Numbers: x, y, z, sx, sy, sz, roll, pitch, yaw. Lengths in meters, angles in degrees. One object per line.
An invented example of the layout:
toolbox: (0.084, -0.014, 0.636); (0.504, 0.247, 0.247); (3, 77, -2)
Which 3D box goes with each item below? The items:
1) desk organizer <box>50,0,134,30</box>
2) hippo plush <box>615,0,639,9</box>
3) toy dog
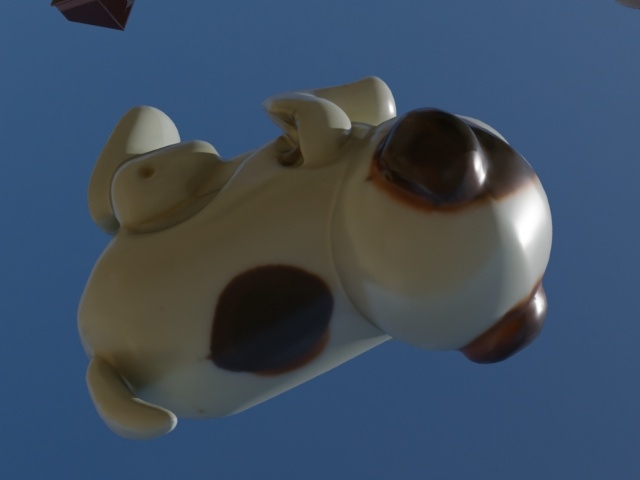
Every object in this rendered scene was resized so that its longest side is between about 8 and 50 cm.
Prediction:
desk organizer: (-0.190, -0.243, 1.234); (0.047, 0.050, 0.130); (-11, -132, 29)
hippo plush: (0.368, -0.402, 1.404); (0.234, 0.294, 0.236); (15, -125, 4)
toy dog: (0.000, 0.000, 1.220); (0.408, 0.284, 0.395); (-13, -162, 25)
